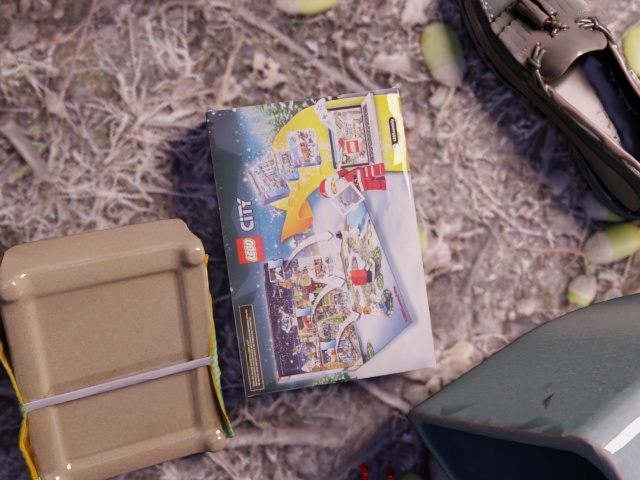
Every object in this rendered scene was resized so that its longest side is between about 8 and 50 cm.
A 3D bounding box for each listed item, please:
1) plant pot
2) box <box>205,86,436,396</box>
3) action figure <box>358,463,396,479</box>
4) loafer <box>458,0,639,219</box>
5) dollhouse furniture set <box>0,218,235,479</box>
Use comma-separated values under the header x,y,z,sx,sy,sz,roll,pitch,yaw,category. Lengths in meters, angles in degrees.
x,y,z,sx,sy,sz,roll,pitch,yaw,category
0.268,0.156,0.534,0.252,0.247,0.248,-35,92,-20,plant pot
0.000,0.000,0.604,0.159,0.044,0.233,-8,91,-4,box
0.045,0.249,0.617,0.038,0.030,0.115,4,95,2,action figure
0.220,-0.135,0.597,0.096,0.084,0.267,-39,93,-3,loafer
-0.240,0.086,0.580,0.301,0.151,0.198,-11,112,-21,dollhouse furniture set
